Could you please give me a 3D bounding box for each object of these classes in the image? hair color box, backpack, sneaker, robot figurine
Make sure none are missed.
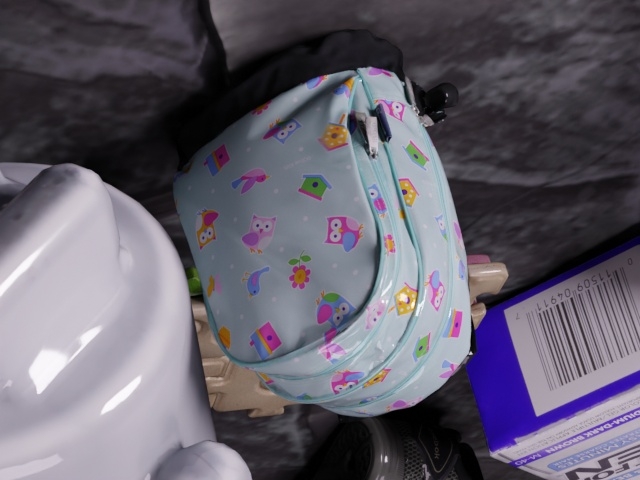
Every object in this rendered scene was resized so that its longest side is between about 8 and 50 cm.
[{"bbox_3d":[0.263,0.110,1.303,0.185,0.110,0.339,-28,151,25],"label":"hair color box"},{"bbox_3d":[0.000,0.000,0.899,0.152,0.182,0.115,-33,147,28],"label":"backpack"},{"bbox_3d":[0.045,0.212,1.386,0.130,0.087,0.227,7,138,-26],"label":"sneaker"},{"bbox_3d":[-0.155,0.102,0.934,0.200,0.300,0.353,-46,148,-31],"label":"robot figurine"}]

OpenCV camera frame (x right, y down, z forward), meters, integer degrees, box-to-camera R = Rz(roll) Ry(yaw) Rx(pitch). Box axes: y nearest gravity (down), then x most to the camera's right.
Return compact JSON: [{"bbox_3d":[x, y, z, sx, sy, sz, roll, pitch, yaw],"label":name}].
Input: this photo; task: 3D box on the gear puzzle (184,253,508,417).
[{"bbox_3d":[-0.066,0.056,1.113,0.339,0.044,0.175,-4,150,-17],"label":"gear puzzle"}]
